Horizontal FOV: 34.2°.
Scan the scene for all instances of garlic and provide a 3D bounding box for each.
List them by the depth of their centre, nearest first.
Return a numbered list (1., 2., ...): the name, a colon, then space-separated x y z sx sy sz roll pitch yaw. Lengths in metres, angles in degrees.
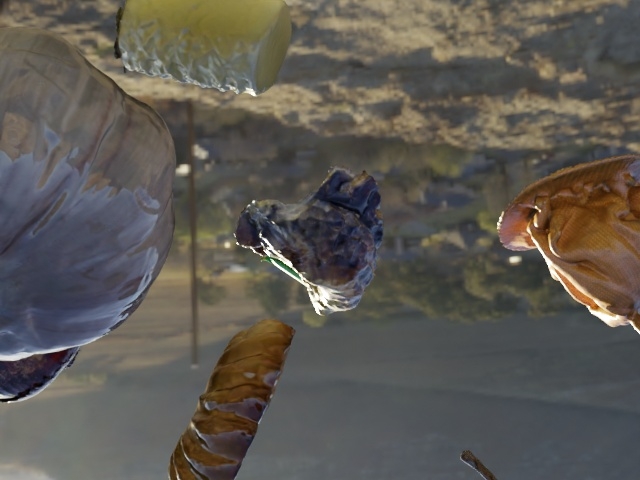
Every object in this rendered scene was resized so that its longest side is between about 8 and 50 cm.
1. garlic: -0.268 -0.026 0.917 0.318 0.259 0.317 5 126 7

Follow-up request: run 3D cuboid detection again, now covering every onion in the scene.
1. onion: -0.451 0.129 1.578 0.246 0.246 0.190 -16 134 39

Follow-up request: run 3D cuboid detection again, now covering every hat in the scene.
1. hat: 0.393 0.038 1.397 0.233 0.233 0.244 -34 152 19

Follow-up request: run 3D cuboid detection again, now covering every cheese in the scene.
1. cheese: -0.124 -0.222 1.122 0.167 0.123 0.093 14 132 15

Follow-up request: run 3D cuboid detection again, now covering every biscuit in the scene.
1. biscuit: -0.139 0.262 1.560 0.107 0.325 0.326 25 162 -4

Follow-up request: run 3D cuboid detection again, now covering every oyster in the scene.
1. oyster: 0.000 0.009 1.483 0.271 0.100 0.275 29 140 -28

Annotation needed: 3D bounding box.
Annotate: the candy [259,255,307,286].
1. candy: -0.008 0.040 1.771 0.102 0.178 0.032 -40 147 -29

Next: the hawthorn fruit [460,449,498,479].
1. hawthorn fruit: 0.237 0.357 0.883 0.263 0.231 0.235 38 160 -35
